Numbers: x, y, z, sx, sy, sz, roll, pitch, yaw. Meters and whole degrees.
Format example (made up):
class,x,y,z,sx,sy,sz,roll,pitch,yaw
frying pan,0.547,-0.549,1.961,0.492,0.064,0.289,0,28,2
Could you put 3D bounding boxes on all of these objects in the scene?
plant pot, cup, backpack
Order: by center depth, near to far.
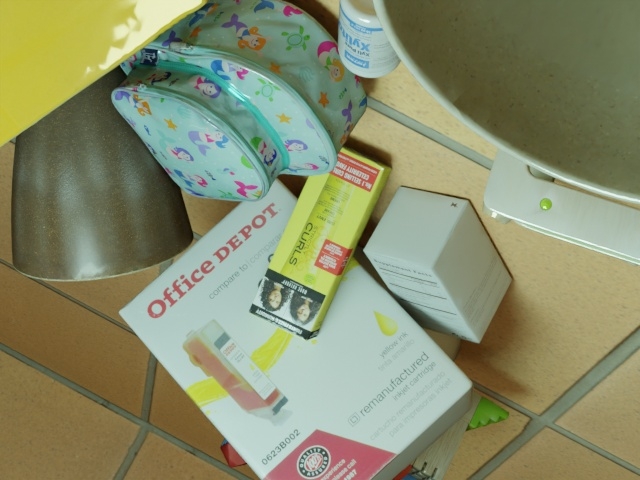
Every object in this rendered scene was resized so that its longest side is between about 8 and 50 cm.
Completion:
class,x,y,z,sx,sy,sz,roll,pitch,yaw
cup,0.232,-0.212,1.013,0.331,0.237,0.331,24,158,11
backpack,-0.086,-0.159,1.591,0.253,0.191,0.225,3,143,37
plant pot,-0.269,-0.098,1.677,0.215,0.215,0.230,10,115,39

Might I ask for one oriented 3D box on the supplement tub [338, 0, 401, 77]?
class,x,y,z,sx,sy,sz,roll,pitch,yaw
supplement tub,0.052,-0.217,1.436,0.071,0.071,0.107,25,157,11

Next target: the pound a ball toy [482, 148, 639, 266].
class,x,y,z,sx,sy,sz,roll,pitch,yaw
pound a ball toy,0.307,-0.050,1.457,0.319,0.136,0.208,20,-179,22

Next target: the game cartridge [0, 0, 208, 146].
class,x,y,z,sx,sy,sz,roll,pitch,yaw
game cartridge,-0.316,-0.283,1.498,0.323,0.053,0.285,-30,109,24

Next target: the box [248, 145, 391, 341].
class,x,y,z,sx,sy,sz,roll,pitch,yaw
box,0.000,0.000,1.758,0.087,0.232,0.058,26,-173,9

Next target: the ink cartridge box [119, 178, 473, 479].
class,x,y,z,sx,sy,sz,roll,pitch,yaw
ink cartridge box,-0.031,0.152,1.870,0.385,0.279,0.160,47,174,16

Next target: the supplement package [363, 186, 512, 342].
class,x,y,z,sx,sy,sz,roll,pitch,yaw
supplement package,0.149,0.031,1.806,0.105,0.105,0.179,15,153,36

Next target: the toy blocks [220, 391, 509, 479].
class,x,y,z,sx,sy,sz,roll,pitch,yaw
toy blocks,0.041,0.265,2.045,0.381,0.261,0.191,32,157,-8

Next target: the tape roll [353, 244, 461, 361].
class,x,y,z,sx,sy,sz,roll,pitch,yaw
tape roll,0.023,0.105,2.162,0.392,0.072,0.392,25,158,11
